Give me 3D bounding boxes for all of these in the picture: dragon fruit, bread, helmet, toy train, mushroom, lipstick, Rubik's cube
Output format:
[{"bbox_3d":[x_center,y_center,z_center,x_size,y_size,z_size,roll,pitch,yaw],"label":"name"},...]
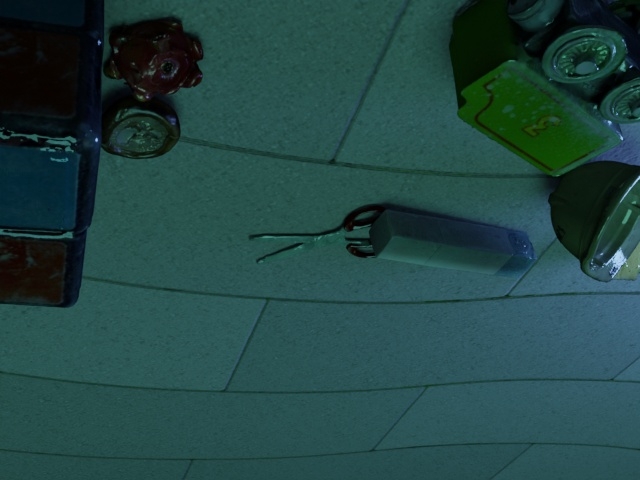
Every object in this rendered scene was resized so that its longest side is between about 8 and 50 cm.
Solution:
[{"bbox_3d":[-0.216,-0.229,1.060,0.126,0.068,0.112,2,142,-16],"label":"dragon fruit"},{"bbox_3d":[0.597,0.017,1.553,0.084,0.080,0.109,6,144,-23],"label":"bread"},{"bbox_3d":[0.462,-0.052,1.387,0.204,0.137,0.257,-52,148,-7],"label":"helmet"},{"bbox_3d":[0.319,-0.232,1.093,0.307,0.174,0.249,23,142,-37],"label":"toy train"},{"bbox_3d":[-0.258,-0.160,1.156,0.123,0.052,0.123,-6,150,-4],"label":"mushroom"},{"bbox_3d":[0.241,0.009,1.462,0.317,0.066,0.068,8,139,-27],"label":"lipstick"},{"bbox_3d":[-0.419,-0.135,0.937,0.318,0.316,0.313,3,142,-18],"label":"Rubik's cube"}]

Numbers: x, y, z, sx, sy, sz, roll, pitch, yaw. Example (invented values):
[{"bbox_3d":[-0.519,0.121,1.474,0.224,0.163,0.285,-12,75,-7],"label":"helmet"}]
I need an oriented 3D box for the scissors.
[{"bbox_3d":[0.000,0.000,1.460,0.247,0.017,0.144,-8,143,1],"label":"scissors"}]
